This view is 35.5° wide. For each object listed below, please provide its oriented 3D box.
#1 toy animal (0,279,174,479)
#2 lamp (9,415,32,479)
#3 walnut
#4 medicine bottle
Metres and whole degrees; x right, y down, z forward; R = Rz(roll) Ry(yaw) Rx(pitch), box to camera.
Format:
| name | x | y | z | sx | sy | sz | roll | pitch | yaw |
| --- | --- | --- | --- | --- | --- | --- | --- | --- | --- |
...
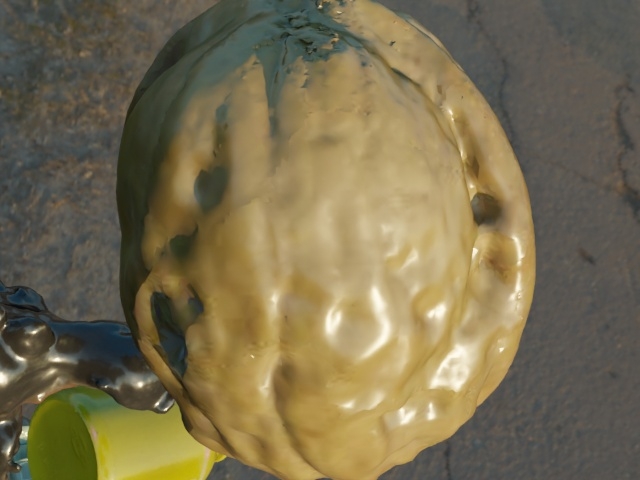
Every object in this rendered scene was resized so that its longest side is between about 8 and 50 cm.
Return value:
| name | x | y | z | sx | sy | sz | roll | pitch | yaw |
| --- | --- | --- | --- | --- | --- | --- | --- | --- | --- |
| toy animal | -0.245 | 0.038 | 0.532 | 0.343 | 0.168 | 0.106 | 40 | 8 | -37 |
| lamp | -0.312 | 0.267 | 1.076 | 0.091 | 0.091 | 0.163 | -3 | 66 | -31 |
| walnut | 0.000 | 0.000 | 0.459 | 0.198 | 0.245 | 0.198 | -4 | 24 | 2 |
| medicine bottle | -0.145 | 0.178 | 0.910 | 0.212 | 0.122 | 0.122 | -4 | 51 | -48 |
